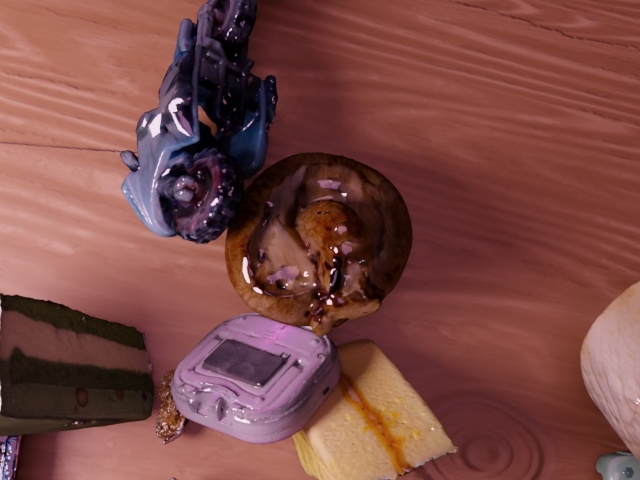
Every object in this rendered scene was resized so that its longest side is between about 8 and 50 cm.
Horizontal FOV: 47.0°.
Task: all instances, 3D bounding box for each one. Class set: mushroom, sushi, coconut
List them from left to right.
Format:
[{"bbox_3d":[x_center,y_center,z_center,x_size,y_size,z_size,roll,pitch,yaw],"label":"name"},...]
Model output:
[{"bbox_3d":[-0.205,0.227,1.043,0.061,0.060,0.118,-4,78,-4],"label":"sushi"},{"bbox_3d":[0.000,0.013,1.020,0.263,0.283,0.195,1,122,-11],"label":"mushroom"},{"bbox_3d":[0.532,0.172,1.043,0.328,0.329,0.329,1,79,-7],"label":"coconut"}]

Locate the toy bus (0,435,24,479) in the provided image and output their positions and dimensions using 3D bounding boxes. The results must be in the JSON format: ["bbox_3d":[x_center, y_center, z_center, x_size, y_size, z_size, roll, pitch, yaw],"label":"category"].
[{"bbox_3d":[-0.429,0.288,0.985,0.073,0.096,0.235,8,78,-12],"label":"toy bus"}]

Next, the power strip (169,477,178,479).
[{"bbox_3d":[-0.127,0.421,0.974,0.061,0.145,0.215,-44,51,-12],"label":"power strip"}]

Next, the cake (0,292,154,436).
[{"bbox_3d":[-0.369,0.176,0.970,0.172,0.283,0.158,-17,69,22],"label":"cake"}]

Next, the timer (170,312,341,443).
[{"bbox_3d":[-0.087,0.178,0.994,0.208,0.069,0.191,12,38,30],"label":"timer"}]

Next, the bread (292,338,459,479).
[{"bbox_3d":[0.052,0.219,0.976,0.167,0.264,0.163,-18,84,-16],"label":"bread"}]

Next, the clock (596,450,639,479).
[{"bbox_3d":[0.489,0.412,1.095,0.148,0.060,0.189,5,79,-7],"label":"clock"}]

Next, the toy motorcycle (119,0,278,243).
[{"bbox_3d":[-0.185,-0.175,1.061,0.172,0.232,0.417,19,61,-38],"label":"toy motorcycle"}]
